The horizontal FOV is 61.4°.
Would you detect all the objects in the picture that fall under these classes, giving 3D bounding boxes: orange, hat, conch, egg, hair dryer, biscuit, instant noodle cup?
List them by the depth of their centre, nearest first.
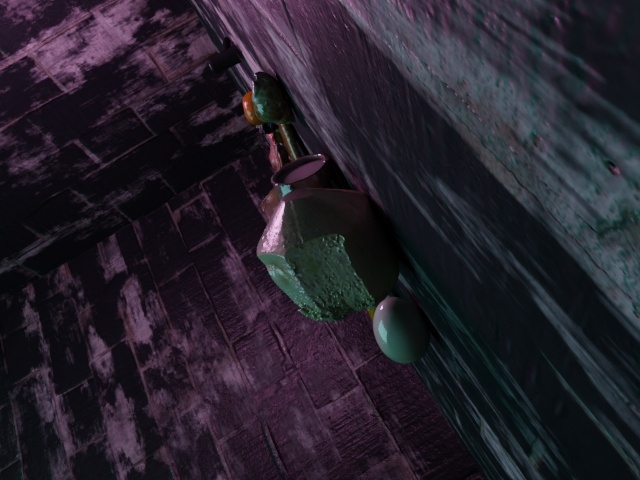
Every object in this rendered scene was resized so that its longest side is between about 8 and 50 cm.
[{"bbox_3d":[-0.020,-0.112,1.497,0.207,0.217,0.217,67,175,-27],"label":"instant noodle cup"},{"bbox_3d":[0.223,0.248,1.506,0.209,0.151,0.151,64,176,-23],"label":"egg"},{"bbox_3d":[-0.143,-0.403,1.556,0.116,0.106,0.173,-79,-18,-59],"label":"conch"},{"bbox_3d":[-0.082,-0.285,1.987,0.217,0.044,0.325,-128,16,-77],"label":"biscuit"},{"bbox_3d":[-0.243,-0.519,2.107,0.135,0.117,0.136,170,90,-81],"label":"orange"},{"bbox_3d":[-0.394,-0.770,2.200,0.070,0.128,0.255,59,-171,-39],"label":"hair dryer"},{"bbox_3d":[-0.199,-0.415,2.641,0.237,0.107,0.286,-101,0,-54],"label":"hat"}]

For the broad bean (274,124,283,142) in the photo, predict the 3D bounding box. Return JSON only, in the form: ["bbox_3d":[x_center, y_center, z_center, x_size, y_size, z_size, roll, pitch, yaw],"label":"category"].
[{"bbox_3d":[-0.186,-0.479,2.407,0.069,0.039,0.227,53,178,-3],"label":"broad bean"}]

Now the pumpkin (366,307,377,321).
[{"bbox_3d":[0.260,0.270,1.870,0.217,0.110,0.217,57,165,24],"label":"pumpkin"}]

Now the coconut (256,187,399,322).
[{"bbox_3d":[0.009,0.017,1.271,0.309,0.297,0.297,54,180,-23],"label":"coconut"}]

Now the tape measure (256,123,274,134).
[{"bbox_3d":[-0.240,-0.520,2.316,0.118,0.074,0.125,-113,20,-57],"label":"tape measure"}]

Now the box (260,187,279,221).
[{"bbox_3d":[0.000,0.000,1.971,0.373,0.138,0.420,35,-170,-35],"label":"box"}]
